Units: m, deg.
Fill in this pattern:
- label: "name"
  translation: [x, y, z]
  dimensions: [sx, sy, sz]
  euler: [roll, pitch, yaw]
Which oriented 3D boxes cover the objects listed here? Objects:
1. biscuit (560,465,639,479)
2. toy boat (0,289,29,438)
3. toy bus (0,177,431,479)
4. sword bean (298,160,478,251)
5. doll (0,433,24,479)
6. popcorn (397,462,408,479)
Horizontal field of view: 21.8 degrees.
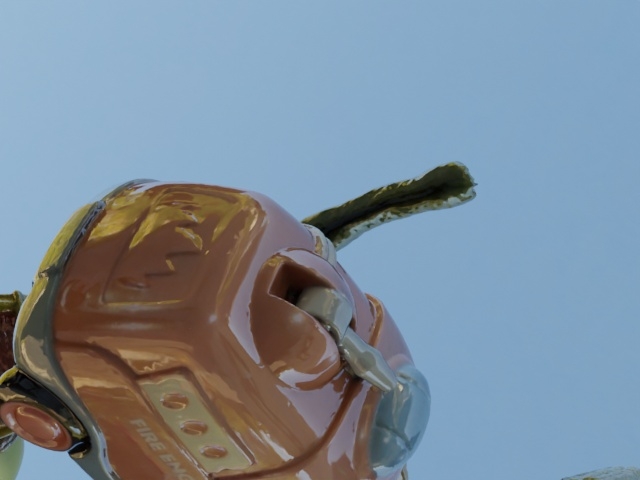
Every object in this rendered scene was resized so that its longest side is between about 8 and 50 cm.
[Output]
- label: "biscuit"
  translation: [0.181, 0.276, 1.068]
  dimensions: [0.052, 0.150, 0.252]
  euler: [-5, -95, 32]
- label: "toy boat"
  translation: [-0.330, 0.122, 1.510]
  dimensions: [0.099, 0.318, 0.141]
  euler: [-23, -98, 67]
- label: "toy bus"
  translation: [-0.051, 0.085, 1.090]
  dimensions: [0.232, 0.287, 0.194]
  euler: [-9, -139, 37]
- label: "sword bean"
  translation: [0.000, -0.001, 1.302]
  dimensions: [0.269, 0.038, 0.043]
  euler: [-24, -98, 20]
- label: "doll"
  translation: [-0.333, 0.188, 1.641]
  dimensions: [0.135, 0.143, 0.221]
  euler: [-22, -141, 22]
- label: "popcorn"
  translation: [0.001, 0.179, 1.356]
  dimensions: [0.148, 0.167, 0.152]
  euler: [-58, -135, 28]
